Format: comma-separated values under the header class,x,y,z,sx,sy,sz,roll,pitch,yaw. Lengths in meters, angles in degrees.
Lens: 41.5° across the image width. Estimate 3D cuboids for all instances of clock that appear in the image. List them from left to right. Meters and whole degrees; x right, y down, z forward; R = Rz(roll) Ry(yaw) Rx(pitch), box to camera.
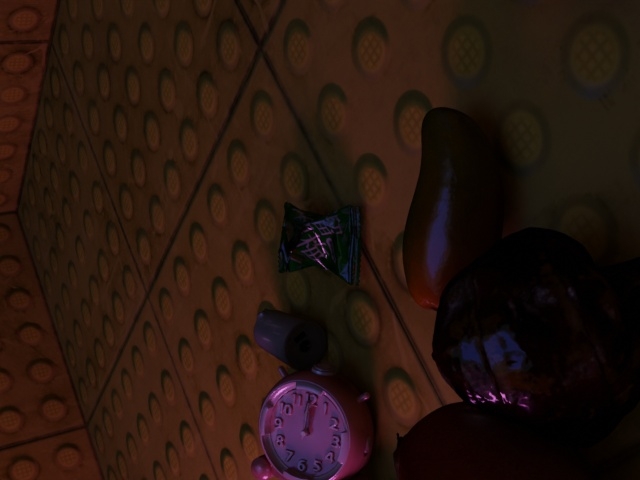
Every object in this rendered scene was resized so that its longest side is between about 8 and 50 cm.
class,x,y,z,sx,sy,sz,roll,pitch,yaw
clock,-0.001,0.347,1.589,0.227,0.142,0.241,11,101,30

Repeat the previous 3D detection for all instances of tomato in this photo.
class,x,y,z,sx,sy,sz,roll,pitch,yaw
tomato,0.247,0.371,1.095,0.341,0.273,0.341,-12,-90,-78

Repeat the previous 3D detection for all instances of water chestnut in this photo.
class,x,y,z,sx,sy,sz,roll,pitch,yaw
water chestnut,0.269,0.105,1.007,0.289,0.289,0.244,10,77,56

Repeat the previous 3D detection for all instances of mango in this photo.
class,x,y,z,sx,sy,sz,roll,pitch,yaw
mango,0.190,-0.038,1.197,0.146,0.129,0.289,-144,56,-60

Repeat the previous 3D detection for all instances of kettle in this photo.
class,x,y,z,sx,sy,sz,roll,pitch,yaw
kettle,-0.056,0.201,1.698,0.148,0.127,0.098,13,78,58

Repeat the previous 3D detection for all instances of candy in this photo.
class,x,y,z,sx,sy,sz,roll,pitch,yaw
candy,0.002,-0.003,1.551,0.203,0.078,0.141,9,118,44
